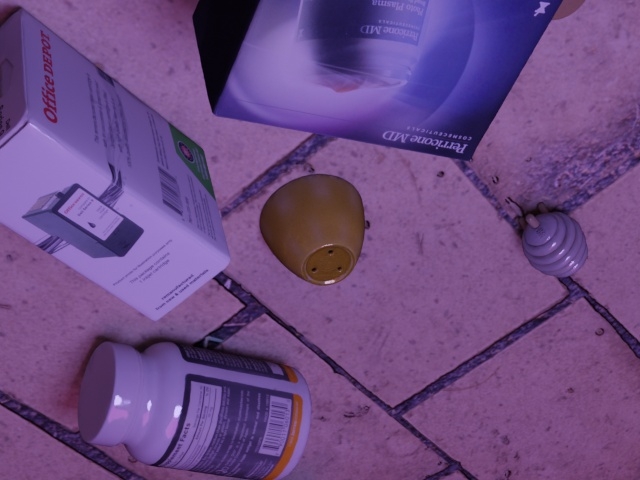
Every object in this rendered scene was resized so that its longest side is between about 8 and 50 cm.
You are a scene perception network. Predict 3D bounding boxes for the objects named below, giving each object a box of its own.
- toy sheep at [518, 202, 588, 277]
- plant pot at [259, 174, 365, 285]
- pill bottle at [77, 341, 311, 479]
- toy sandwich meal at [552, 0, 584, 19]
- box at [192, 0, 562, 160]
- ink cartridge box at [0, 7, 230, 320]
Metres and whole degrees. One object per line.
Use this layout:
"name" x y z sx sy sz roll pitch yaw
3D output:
"toy sheep" 0.304 0.001 1.715 0.091 0.091 0.132 -41 129 19
"plant pot" 0.000 0.000 1.614 0.134 0.095 0.134 -9 133 -10
"pill bottle" -0.165 0.221 1.713 0.279 0.162 0.162 14 125 -27
"toy sandwich meal" 0.268 -0.289 1.491 0.086 0.029 0.085 -11 130 -13
"box" 0.064 -0.256 1.284 0.296 0.182 0.294 8 133 -22
"ink cartridge box" -0.247 -0.079 1.391 0.121 0.211 0.289 -38 129 18
